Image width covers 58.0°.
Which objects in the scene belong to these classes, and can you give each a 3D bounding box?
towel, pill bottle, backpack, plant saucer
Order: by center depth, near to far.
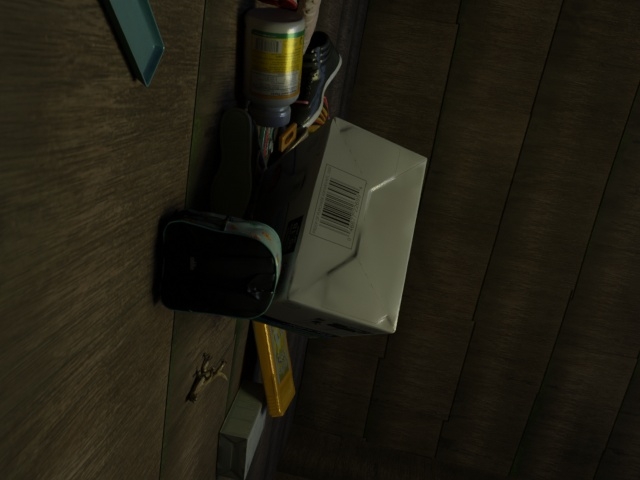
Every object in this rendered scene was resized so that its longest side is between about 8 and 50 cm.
[{"bbox_3d":[-0.213,-0.258,0.638,0.192,0.018,0.067,87,16,-65],"label":"plant saucer"},{"bbox_3d":[-0.155,0.038,0.948,0.144,0.188,0.166,-60,160,-72],"label":"backpack"},{"bbox_3d":[-0.095,-0.334,1.128,0.117,0.117,0.208,-70,169,-55],"label":"pill bottle"},{"bbox_3d":[-0.005,-0.632,1.363,0.332,0.053,0.317,139,-34,-80],"label":"towel"}]

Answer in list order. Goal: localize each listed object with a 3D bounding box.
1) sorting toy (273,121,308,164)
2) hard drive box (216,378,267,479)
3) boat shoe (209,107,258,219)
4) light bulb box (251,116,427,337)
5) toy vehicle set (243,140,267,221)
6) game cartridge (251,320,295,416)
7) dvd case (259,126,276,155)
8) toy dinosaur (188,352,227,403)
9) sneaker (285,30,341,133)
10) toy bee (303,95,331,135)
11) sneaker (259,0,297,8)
[{"bbox_3d":[-0.078,-0.200,1.608,0.196,0.047,0.348,-53,168,-12],"label":"sorting toy"},{"bbox_3d":[-0.234,0.574,1.758,0.232,0.089,0.181,-67,167,-62],"label":"hard drive box"},{"bbox_3d":[-0.158,-0.134,1.101,0.068,0.081,0.228,-29,128,-77],"label":"boat shoe"},{"bbox_3d":[0.000,0.000,1.176,0.361,0.225,0.358,-22,-130,62],"label":"light bulb box"},{"bbox_3d":[-0.164,-0.120,1.290,0.267,0.035,0.166,85,18,-71],"label":"toy vehicle set"},{"bbox_3d":[-0.144,0.377,1.865,0.285,0.052,0.324,-10,89,-84],"label":"game cartridge"},{"bbox_3d":[-0.132,-0.255,1.438,0.119,0.013,0.087,-57,158,-71],"label":"dvd case"},{"bbox_3d":[-0.253,0.303,1.304,0.093,0.053,0.183,-64,170,12],"label":"toy dinosaur"},{"bbox_3d":[-0.043,-0.444,1.585,0.296,0.104,0.147,-65,152,-16],"label":"sneaker"},{"bbox_3d":[-0.016,-0.320,1.848,0.195,0.162,0.298,-107,174,-70],"label":"toy bee"},{"bbox_3d":[-0.080,-0.515,1.070,0.221,0.087,0.128,-55,158,-78],"label":"sneaker"}]
